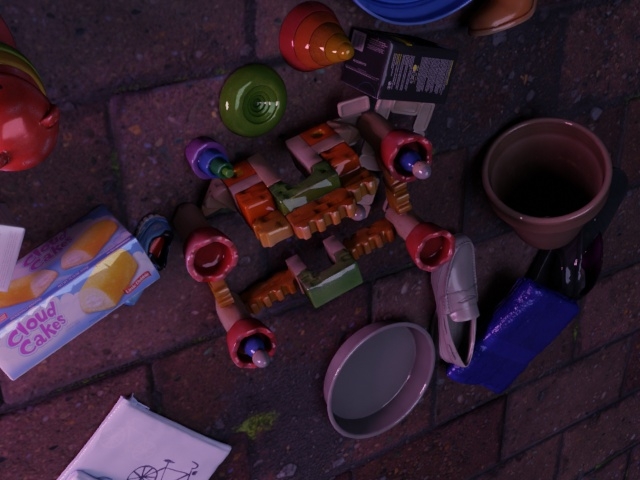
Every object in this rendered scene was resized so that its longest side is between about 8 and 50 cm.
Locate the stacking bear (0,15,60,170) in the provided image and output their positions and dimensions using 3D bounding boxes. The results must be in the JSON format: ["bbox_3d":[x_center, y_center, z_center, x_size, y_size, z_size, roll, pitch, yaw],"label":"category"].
[{"bbox_3d":[-0.415,-0.173,1.038,0.175,0.289,0.164,-37,130,-15],"label":"stacking bear"}]

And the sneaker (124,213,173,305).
[{"bbox_3d":[-0.293,0.038,1.383,0.063,0.073,0.162,18,102,-41],"label":"sneaker"}]

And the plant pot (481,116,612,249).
[{"bbox_3d":[0.484,-0.097,1.794,0.263,0.263,0.229,-43,150,-10],"label":"plant pot"}]

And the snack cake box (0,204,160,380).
[{"bbox_3d":[-0.398,0.073,1.273,0.264,0.152,0.089,-37,129,-16],"label":"snack cake box"}]

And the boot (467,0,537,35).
[{"bbox_3d":[0.353,-0.531,1.541,0.283,0.109,0.220,-36,123,-3],"label":"boot"}]

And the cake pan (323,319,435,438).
[{"bbox_3d":[0.125,0.300,1.840,0.293,0.054,0.293,-17,122,-29],"label":"cake pan"}]

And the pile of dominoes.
[{"bbox_3d":[0.084,-0.160,1.551,0.196,0.040,0.251,4,119,-26],"label":"pile of dominoes"}]

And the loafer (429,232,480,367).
[{"bbox_3d":[0.309,0.136,1.849,0.112,0.111,0.319,-20,124,-27],"label":"loafer"}]

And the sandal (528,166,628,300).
[{"bbox_3d":[0.631,0.030,2.032,0.168,0.107,0.445,17,103,-40],"label":"sandal"}]

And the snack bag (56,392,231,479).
[{"bbox_3d":[-0.358,0.485,1.597,0.342,0.037,0.323,-52,132,-2],"label":"snack bag"}]

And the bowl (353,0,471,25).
[{"bbox_3d":[0.175,-0.551,1.367,0.391,0.077,0.391,-19,134,-21],"label":"bowl"}]

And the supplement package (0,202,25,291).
[{"bbox_3d":[-0.528,-0.002,1.169,0.179,0.105,0.105,9,108,-40],"label":"supplement package"}]

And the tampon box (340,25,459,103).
[{"bbox_3d":[0.141,-0.311,1.485,0.161,0.120,0.101,-3,115,-36],"label":"tampon box"}]

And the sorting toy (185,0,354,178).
[{"bbox_3d":[-0.068,-0.233,1.372,0.365,0.126,0.127,-49,132,-6],"label":"sorting toy"}]

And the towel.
[{"bbox_3d":[0.454,0.227,1.990,0.228,0.076,0.308,22,115,-42],"label":"towel"}]

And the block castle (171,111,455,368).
[{"bbox_3d":[0.000,0.000,1.443,0.453,0.213,0.303,-27,128,-10],"label":"block castle"}]
